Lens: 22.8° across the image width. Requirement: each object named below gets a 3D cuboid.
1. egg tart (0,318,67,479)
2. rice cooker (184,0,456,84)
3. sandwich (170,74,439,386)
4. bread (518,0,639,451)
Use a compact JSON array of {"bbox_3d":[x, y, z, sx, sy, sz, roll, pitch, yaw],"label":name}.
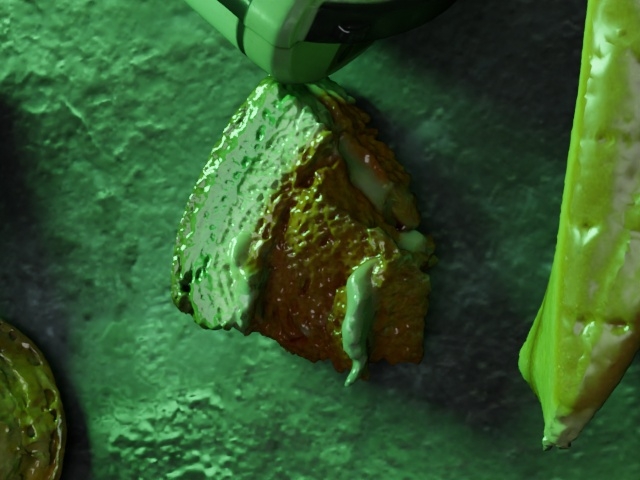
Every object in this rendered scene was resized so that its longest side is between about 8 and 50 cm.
[{"bbox_3d":[-0.272,0.132,1.133,0.191,0.074,0.191,1,92,15],"label":"egg tart"},{"bbox_3d":[-0.012,-0.222,0.966,0.244,0.226,0.226,39,103,13],"label":"rice cooker"},{"bbox_3d":[0.002,-0.009,1.023,0.160,0.109,0.184,19,98,17],"label":"sandwich"},{"bbox_3d":[0.250,-0.051,0.886,0.245,0.233,0.361,11,99,14],"label":"bread"}]
